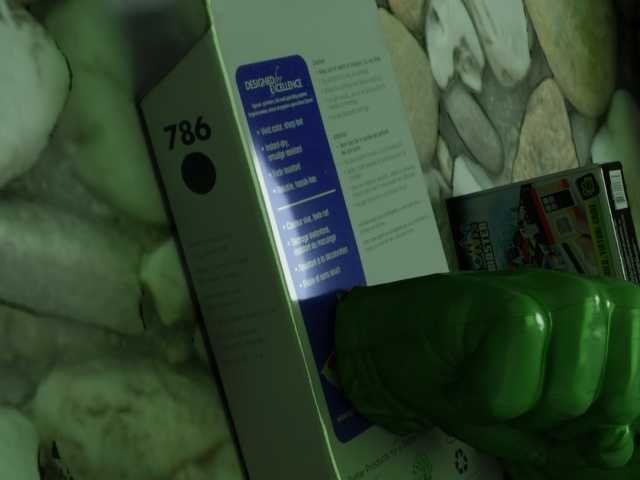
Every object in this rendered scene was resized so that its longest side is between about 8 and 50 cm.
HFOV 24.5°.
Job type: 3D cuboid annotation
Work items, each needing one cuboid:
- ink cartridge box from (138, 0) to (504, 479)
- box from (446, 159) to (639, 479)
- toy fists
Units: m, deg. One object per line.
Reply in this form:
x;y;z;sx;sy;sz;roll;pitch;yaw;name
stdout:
0.000;0.000;0.791;0.165;0.065;0.332;-20;97;-55;ink cartridge box
0.158;0.061;0.950;0.036;0.114;0.207;-9;87;-55;box
0.136;0.084;0.779;0.279;0.142;0.096;30;56;-47;toy fists
